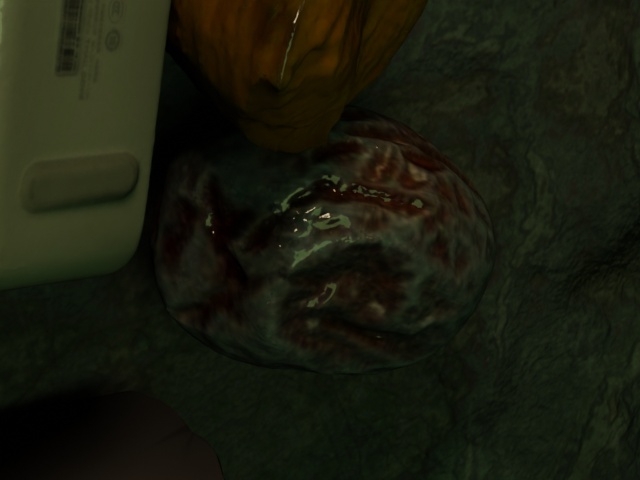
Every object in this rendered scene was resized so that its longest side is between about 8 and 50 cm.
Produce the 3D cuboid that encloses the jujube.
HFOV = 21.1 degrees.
[{"bbox_3d":[-0.005,-0.004,1.507,0.308,0.215,0.246,24,117,-44],"label":"jujube"}]

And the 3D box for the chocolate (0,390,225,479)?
[{"bbox_3d":[-0.196,0.271,1.524,0.224,0.206,0.177,-10,147,-15],"label":"chocolate"}]

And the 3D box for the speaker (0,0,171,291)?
[{"bbox_3d":[-0.227,-0.165,1.222,0.184,0.183,0.406,-16,118,-59],"label":"speaker"}]

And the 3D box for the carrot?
[{"bbox_3d":[-0.030,-0.220,1.342,0.241,0.341,0.241,-25,139,-24],"label":"carrot"}]
